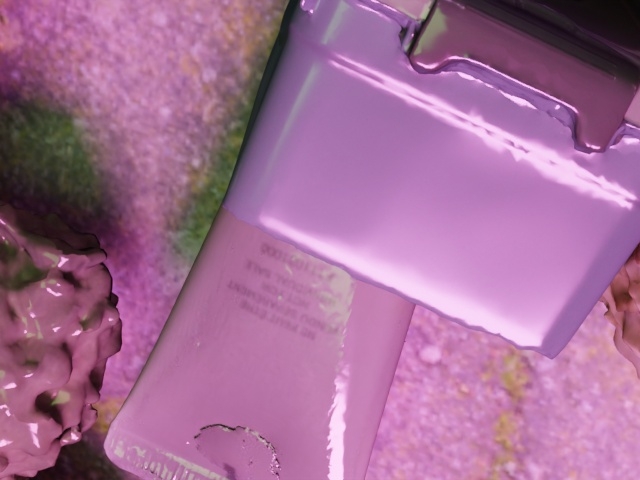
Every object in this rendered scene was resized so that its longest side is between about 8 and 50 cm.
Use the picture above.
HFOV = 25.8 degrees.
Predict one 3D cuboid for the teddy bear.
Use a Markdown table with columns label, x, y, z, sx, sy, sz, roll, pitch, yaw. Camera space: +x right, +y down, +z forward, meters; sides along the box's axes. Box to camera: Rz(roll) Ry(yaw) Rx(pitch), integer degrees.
| label | x | y | z | sx | sy | sz | roll | pitch | yaw |
| --- | --- | --- | --- | --- | --- | --- | --- | --- | --- |
| teddy bear | -0.224 | 0.136 | 0.820 | 0.357 | 0.224 | 0.368 | 37 | 101 | 11 |

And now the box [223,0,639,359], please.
| label | x | y | z | sx | sy | sz | roll | pitch | yaw |
| --- | --- | --- | --- | --- | --- | --- | --- | --- | --- |
| box | 0.054 | -0.065 | 0.526 | 0.162 | 0.227 | 0.130 | 25 | 112 | -6 |

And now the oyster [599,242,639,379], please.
| label | x | y | z | sx | sy | sz | roll | pitch | yaw |
| --- | --- | --- | --- | --- | --- | --- | --- | --- | --- |
| oyster | 0.209 | 0.016 | 0.597 | 0.354 | 0.107 | 0.201 | 27 | 110 | 33 |

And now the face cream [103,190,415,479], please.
| label | x | y | z | sx | sy | sz | roll | pitch | yaw |
| --- | --- | --- | --- | --- | --- | --- | --- | --- | --- |
| face cream | 0.000 | 0.000 | 0.689 | 0.143 | 0.089 | 0.314 | 24 | 100 | 13 |
